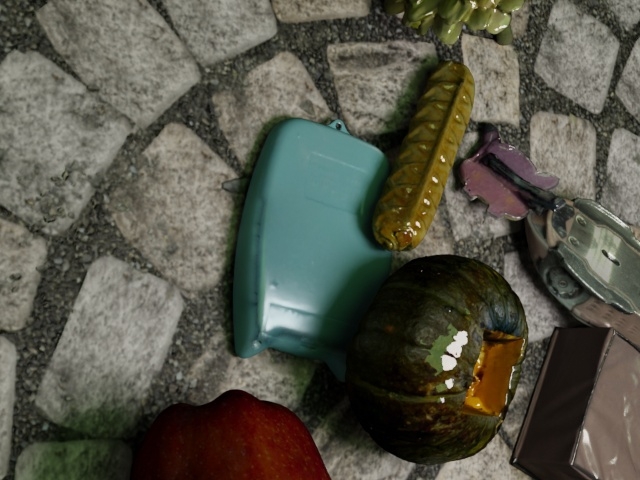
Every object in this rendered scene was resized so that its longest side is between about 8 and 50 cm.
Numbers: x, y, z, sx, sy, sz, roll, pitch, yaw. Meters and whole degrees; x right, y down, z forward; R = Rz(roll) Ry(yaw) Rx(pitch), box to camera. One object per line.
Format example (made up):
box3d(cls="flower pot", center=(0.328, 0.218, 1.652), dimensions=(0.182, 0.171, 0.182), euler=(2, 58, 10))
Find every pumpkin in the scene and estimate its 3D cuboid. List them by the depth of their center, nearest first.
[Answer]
box3d(cls="pumpkin", center=(0.172, 0.170, 1.582), dimensions=(0.320, 0.192, 0.320), euler=(-16, 111, -47))

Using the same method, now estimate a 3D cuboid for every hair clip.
box3d(cls="hair clip", center=(0.310, -0.093, 1.779), dimensions=(0.187, 0.056, 0.146), euler=(34, 60, 16))

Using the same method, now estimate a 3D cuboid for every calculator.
box3d(cls="calculator", center=(0.000, 0.000, 1.612), dimensions=(0.256, 0.054, 0.386), euler=(17, 71, -29))

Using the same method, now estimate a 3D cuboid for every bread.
box3d(cls="bread", center=(0.164, -0.135, 1.687), dimensions=(0.084, 0.077, 0.367), euler=(46, 52, -33))

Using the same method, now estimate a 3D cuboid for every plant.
box3d(cls="plant", center=(0.261, -0.419, 1.704), dimensions=(0.297, 0.261, 0.306), euler=(43, 76, -20))

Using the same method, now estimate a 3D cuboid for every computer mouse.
box3d(cls="computer mouse", center=(0.482, 0.076, 1.833), dimensions=(0.389, 0.115, 0.199), euler=(40, 48, -5))

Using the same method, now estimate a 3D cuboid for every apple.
box3d(cls="apple", center=(-0.109, 0.357, 1.366), dimensions=(0.288, 0.288, 0.317), euler=(0, 66, -31))

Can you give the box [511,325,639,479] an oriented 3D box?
box3d(cls="box", center=(0.453, 0.290, 1.791), dimensions=(0.188, 0.153, 0.252), euler=(34, 69, -22))
